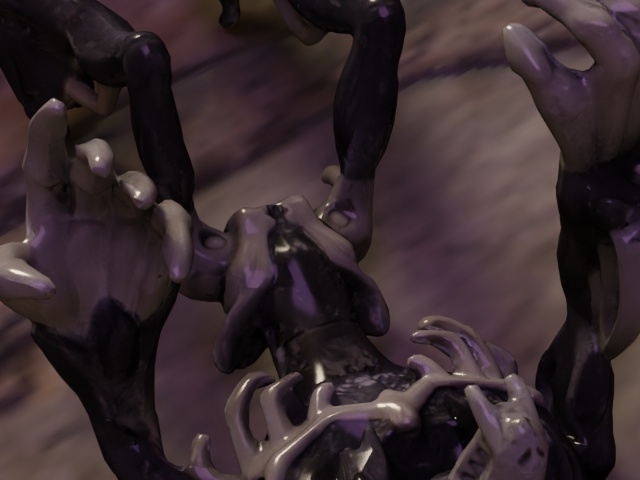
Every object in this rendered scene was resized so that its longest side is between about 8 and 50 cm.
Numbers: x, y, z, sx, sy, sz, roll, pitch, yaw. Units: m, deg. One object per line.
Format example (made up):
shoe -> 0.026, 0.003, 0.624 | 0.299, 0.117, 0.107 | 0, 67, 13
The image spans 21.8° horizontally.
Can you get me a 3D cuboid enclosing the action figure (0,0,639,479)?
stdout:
action figure -> 0.000, 0.000, 0.389 | 0.164, 0.141, 0.275 | -19, 58, -16
